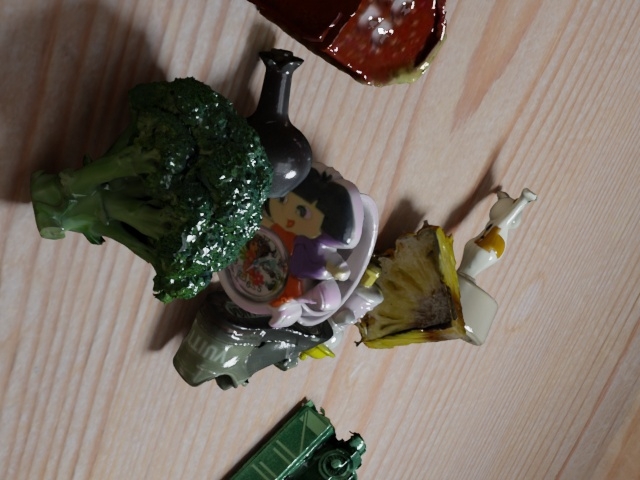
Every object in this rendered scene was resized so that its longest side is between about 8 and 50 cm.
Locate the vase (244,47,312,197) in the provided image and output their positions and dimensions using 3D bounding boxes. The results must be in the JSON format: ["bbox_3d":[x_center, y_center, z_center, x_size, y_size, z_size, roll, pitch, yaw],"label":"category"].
[{"bbox_3d":[-0.062,-0.149,1.594,0.120,0.120,0.182,-10,116,-49],"label":"vase"}]

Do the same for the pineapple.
[{"bbox_3d":[0.155,0.091,2.055,0.236,0.186,0.114,-61,151,2],"label":"pineapple"}]

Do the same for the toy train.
[{"bbox_3d":[-0.044,0.412,2.157,0.269,0.154,0.115,-44,148,-15],"label":"toy train"}]

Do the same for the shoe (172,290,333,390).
[{"bbox_3d":[-0.107,0.153,1.859,0.149,0.109,0.293,-52,152,17],"label":"shoe"}]

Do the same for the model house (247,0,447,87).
[{"bbox_3d":[0.027,-0.286,1.480,0.160,0.196,0.254,-53,151,2],"label":"model house"}]

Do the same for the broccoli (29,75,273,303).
[{"bbox_3d":[-0.185,-0.051,1.430,0.270,0.270,0.270,-9,137,-10],"label":"broccoli"}]

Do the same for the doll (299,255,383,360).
[{"bbox_3d":[0.031,0.112,2.007,0.207,0.081,0.129,-52,-167,17],"label":"doll"}]

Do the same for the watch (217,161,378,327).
[{"bbox_3d":[0.000,0.000,1.760,0.231,0.196,0.244,-9,123,-57],"label":"watch"}]

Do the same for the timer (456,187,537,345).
[{"bbox_3d":[0.271,0.026,2.184,0.266,0.175,0.175,-57,150,-6],"label":"timer"}]
